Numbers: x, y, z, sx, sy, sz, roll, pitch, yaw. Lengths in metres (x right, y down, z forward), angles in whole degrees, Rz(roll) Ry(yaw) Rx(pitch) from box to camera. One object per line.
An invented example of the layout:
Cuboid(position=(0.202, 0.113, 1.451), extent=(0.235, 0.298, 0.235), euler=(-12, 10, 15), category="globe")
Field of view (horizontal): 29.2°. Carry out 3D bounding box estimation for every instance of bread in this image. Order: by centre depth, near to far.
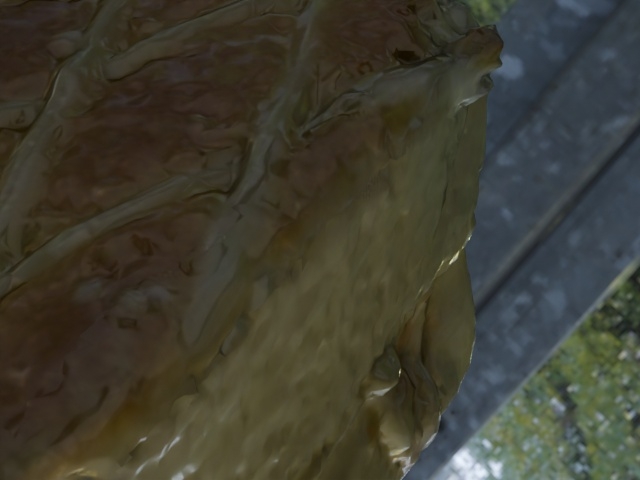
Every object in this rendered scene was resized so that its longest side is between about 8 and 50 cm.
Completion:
Cuboid(position=(-0.139, 0.026, 0.601), extent=(0.371, 0.279, 0.390), euler=(19, -133, 22), category="bread")
